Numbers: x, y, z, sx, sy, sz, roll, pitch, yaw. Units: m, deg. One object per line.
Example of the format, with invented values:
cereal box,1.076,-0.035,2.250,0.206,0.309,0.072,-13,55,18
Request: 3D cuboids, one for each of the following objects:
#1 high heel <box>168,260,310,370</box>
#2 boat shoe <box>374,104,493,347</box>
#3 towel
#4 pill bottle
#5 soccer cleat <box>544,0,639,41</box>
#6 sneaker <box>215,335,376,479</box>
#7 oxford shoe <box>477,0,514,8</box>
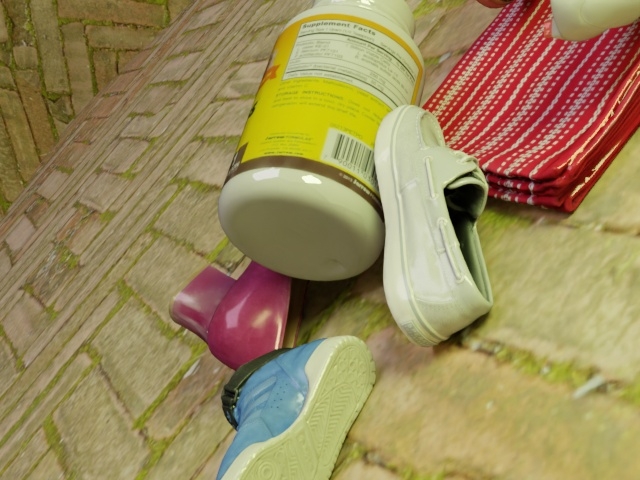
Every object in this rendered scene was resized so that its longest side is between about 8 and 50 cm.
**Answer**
high heel,0.000,0.000,0.765,0.117,0.082,0.244,26,58,38
boat shoe,0.073,-0.022,0.611,0.063,0.066,0.184,-25,37,27
towel,0.150,-0.113,0.688,0.199,0.031,0.275,-50,20,-7
pill bottle,0.009,-0.086,0.719,0.117,0.117,0.215,-26,38,47
soccer cleat,0.191,-0.183,0.610,0.076,0.068,0.196,-4,38,34
sneaker,-0.034,0.120,0.595,0.085,0.058,0.152,-14,35,48
oxford shoe,0.217,-0.321,0.784,0.130,0.123,0.348,-3,47,53
